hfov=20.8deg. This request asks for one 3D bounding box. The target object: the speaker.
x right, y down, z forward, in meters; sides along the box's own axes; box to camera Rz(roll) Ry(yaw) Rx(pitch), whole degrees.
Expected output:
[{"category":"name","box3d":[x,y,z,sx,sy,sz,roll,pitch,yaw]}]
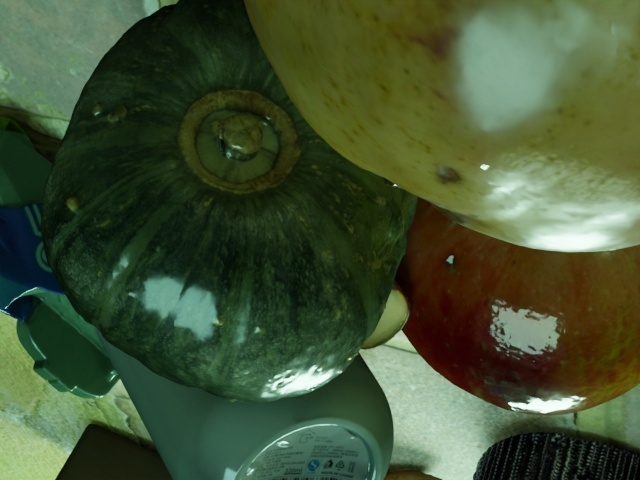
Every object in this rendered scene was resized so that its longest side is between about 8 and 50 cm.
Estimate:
[{"category":"speaker","box3d":[-0.235,0.374,2.265,0.231,0.192,0.153,23,150,10]}]

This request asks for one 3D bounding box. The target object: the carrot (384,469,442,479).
[{"category":"carrot","box3d":[0.069,0.302,2.076,0.205,0.072,0.072,-21,127,39]}]

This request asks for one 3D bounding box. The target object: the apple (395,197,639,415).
[{"category":"apple","box3d":[0.177,0.051,1.521,0.293,0.163,0.251,14,149,13]}]

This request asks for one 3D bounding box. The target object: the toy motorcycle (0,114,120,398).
[{"category":"toy motorcycle","box3d":[-0.267,0.034,1.761,0.191,0.200,0.326,-11,136,44]}]

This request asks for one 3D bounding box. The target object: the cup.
[{"category":"cup","box3d":[-0.066,0.123,1.577,0.205,0.205,0.312,54,179,-40]}]

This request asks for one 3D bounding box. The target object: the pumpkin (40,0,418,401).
[{"category":"pumpkin","box3d":[-0.061,-0.042,1.376,0.291,0.327,0.257,31,157,-4]}]

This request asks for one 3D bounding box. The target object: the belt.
[{"category":"belt","box3d":[0.308,0.329,1.895,0.325,0.122,0.260,25,142,-6]}]

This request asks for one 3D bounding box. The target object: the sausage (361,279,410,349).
[{"category":"sausage","box3d":[0.000,0.000,1.557,0.234,0.071,0.071,57,178,46]}]

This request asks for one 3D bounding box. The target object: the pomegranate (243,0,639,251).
[{"category":"pomegranate","box3d":[0.146,-0.197,0.988,0.411,0.411,0.411,17,148,11]}]
